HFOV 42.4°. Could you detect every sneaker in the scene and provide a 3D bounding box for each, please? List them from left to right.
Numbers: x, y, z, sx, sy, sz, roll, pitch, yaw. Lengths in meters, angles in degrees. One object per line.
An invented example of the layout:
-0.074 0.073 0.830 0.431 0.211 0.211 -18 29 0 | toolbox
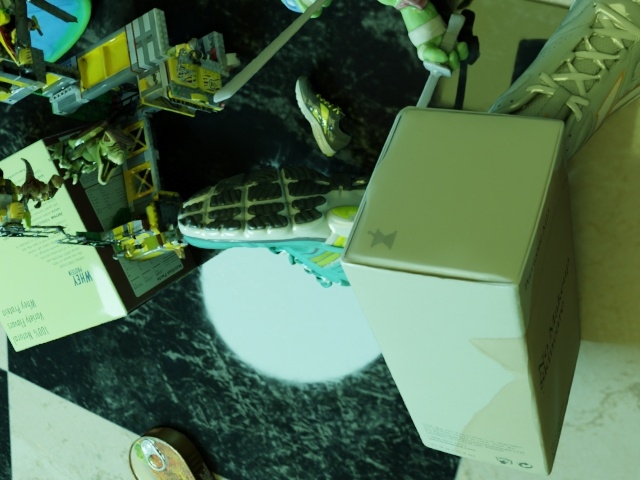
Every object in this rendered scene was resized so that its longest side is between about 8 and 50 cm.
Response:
0.000 0.000 0.783 0.275 0.107 0.110 4 126 3 | sneaker
0.005 -0.126 0.807 0.035 0.031 0.083 -22 103 20 | sneaker
0.199 -0.118 0.644 0.099 0.121 0.262 38 124 9 | sneaker

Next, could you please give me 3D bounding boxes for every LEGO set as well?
-0.201 -0.107 0.762 0.192 0.331 0.255 -18 69 32 | LEGO set

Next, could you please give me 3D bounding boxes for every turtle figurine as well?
0.090 -0.194 0.633 0.266 0.275 0.198 -26 131 30 | turtle figurine

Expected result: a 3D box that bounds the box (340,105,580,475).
0.128 0.054 0.655 0.121 0.148 0.311 9 149 25 | box

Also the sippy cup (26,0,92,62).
-0.389 -0.295 0.846 0.305 0.240 0.224 -30 84 12 | sippy cup

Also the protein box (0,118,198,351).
-0.289 -0.008 0.949 0.199 0.136 0.201 -19 100 33 | protein box

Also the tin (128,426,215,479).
-0.184 0.335 1.099 0.106 0.040 0.190 -24 97 30 | tin
